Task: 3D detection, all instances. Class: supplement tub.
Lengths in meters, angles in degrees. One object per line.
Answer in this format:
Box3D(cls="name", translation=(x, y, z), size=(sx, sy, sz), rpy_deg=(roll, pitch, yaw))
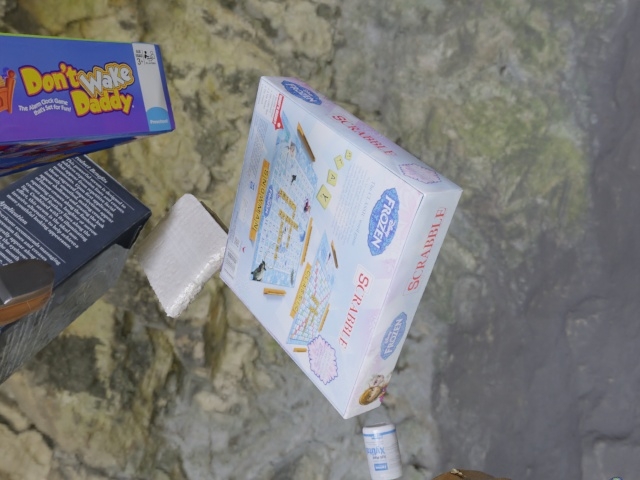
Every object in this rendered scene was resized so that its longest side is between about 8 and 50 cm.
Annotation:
Box3D(cls="supplement tub", translation=(0.129, 0.435, 1.447), size=(0.071, 0.071, 0.107), rpy_deg=(91, 169, -82))

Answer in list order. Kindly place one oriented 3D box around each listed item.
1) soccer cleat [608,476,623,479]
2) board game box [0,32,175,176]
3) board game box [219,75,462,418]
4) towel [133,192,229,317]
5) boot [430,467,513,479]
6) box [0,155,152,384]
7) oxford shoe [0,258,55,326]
Box3D(cls="soccer cleat", translation=(0.563, 0.467, 1.079), size=(0.121, 0.289, 0.093), rpy_deg=(-61, -2, -33))
Box3D(cls="board game box", translation=(-0.336, -0.096, 0.610), size=(0.233, 0.347, 0.078), rpy_deg=(-18, -81, -55))
Box3D(cls="board game box", translation=(0.000, 0.000, 0.888), size=(0.318, 0.066, 0.319), rpy_deg=(43, 129, 38))
Box3D(cls="towel", translation=(-0.267, 0.021, 1.369), size=(0.187, 0.049, 0.282), rpy_deg=(-49, 36, 2))
Box3D(cls="boot", translation=(0.187, 0.428, 1.075), size=(0.211, 0.295, 0.104), rpy_deg=(167, 98, -68))
Box3D(cls="box", translation=(-0.557, 0.057, 1.330), size=(0.293, 0.212, 0.395), rpy_deg=(-51, -1, 44))
Box3D(cls="oxford shoe", translation=(-0.427, 0.087, 0.838), size=(0.076, 0.212, 0.076), rpy_deg=(55, 142, 31))
